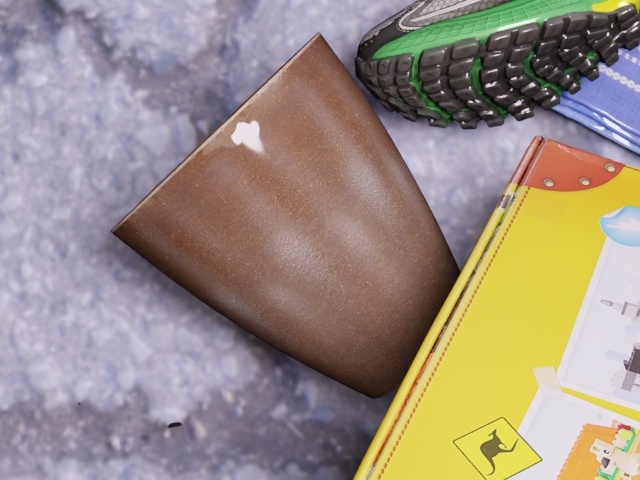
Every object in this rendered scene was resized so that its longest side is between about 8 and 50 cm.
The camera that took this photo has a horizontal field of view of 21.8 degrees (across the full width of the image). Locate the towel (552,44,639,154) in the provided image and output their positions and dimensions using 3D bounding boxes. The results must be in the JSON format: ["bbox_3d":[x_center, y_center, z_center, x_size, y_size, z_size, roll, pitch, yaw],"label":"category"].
[{"bbox_3d":[0.295,-0.231,1.331,0.243,0.040,0.336,30,84,7],"label":"towel"}]

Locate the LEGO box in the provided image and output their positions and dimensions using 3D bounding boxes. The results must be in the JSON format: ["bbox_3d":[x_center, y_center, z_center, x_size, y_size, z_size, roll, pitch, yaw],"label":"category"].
[{"bbox_3d":[0.218,0.198,1.044,0.372,0.193,0.500,20,46,14],"label":"LEGO box"}]

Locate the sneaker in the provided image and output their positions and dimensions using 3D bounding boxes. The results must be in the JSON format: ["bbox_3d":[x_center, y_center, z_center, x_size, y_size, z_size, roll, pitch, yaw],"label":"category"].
[{"bbox_3d":[0.181,-0.199,1.265,0.343,0.134,0.146,-25,64,-3],"label":"sneaker"}]

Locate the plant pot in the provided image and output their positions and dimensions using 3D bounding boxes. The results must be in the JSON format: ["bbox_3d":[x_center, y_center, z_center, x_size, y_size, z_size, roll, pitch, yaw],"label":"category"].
[{"bbox_3d":[0.000,0.000,1.248,0.215,0.215,0.230,-45,95,-3],"label":"plant pot"}]
